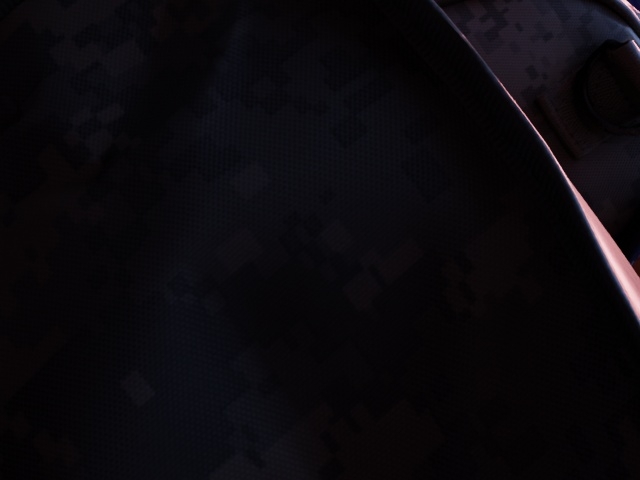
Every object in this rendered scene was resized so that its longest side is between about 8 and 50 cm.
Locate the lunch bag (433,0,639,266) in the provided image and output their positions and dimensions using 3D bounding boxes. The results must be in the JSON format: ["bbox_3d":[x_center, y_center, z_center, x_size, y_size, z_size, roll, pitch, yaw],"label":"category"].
[{"bbox_3d":[0.010,-0.039,0.822,0.212,0.256,0.305,55,2,-18],"label":"lunch bag"}]

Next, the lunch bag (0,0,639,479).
[{"bbox_3d":[0.028,0.083,0.424,0.287,0.169,0.235,51,-1,27],"label":"lunch bag"}]

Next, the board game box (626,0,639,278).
[{"bbox_3d":[0.113,-0.061,1.156,0.356,0.356,0.356,49,1,15],"label":"board game box"}]
